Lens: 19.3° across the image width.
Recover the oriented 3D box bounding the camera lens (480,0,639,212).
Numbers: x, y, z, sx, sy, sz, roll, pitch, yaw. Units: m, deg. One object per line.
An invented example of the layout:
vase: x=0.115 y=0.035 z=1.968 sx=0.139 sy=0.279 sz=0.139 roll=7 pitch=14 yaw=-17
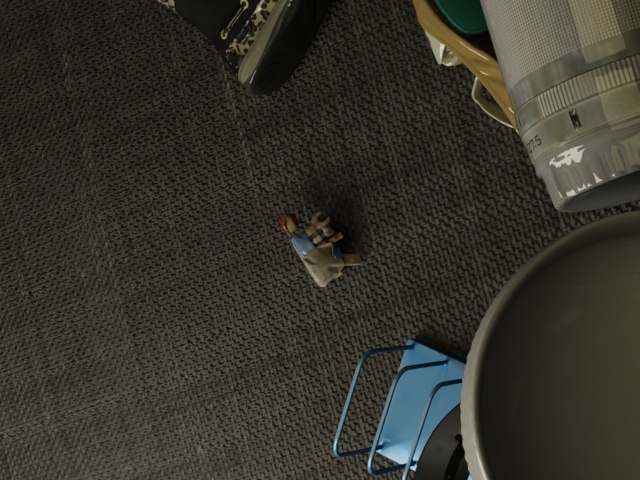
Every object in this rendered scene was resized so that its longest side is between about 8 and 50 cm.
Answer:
camera lens: x=0.254 y=-0.183 z=1.579 sx=0.219 sy=0.219 sz=0.274 roll=-21 pitch=80 yaw=31

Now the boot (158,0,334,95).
boot: x=-0.060 y=-0.285 z=1.859 sx=0.178 sy=0.085 sz=0.236 roll=41 pitch=112 yaw=28

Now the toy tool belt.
toy tool belt: x=0.000 y=0.000 z=1.852 sx=0.051 sy=0.052 sz=0.083 roll=-31 pitch=76 yaw=-3

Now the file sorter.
file sorter: x=0.114 y=0.179 z=1.743 sx=0.170 sy=0.104 sz=0.118 roll=23 pitch=104 yaw=30

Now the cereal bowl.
cereal bowl: x=0.274 y=0.148 z=1.561 sx=0.339 sy=0.141 sz=0.339 roll=2 pitch=78 yaw=-8

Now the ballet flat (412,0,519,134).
ballet flat: x=0.145 y=-0.170 z=1.737 sx=0.232 sy=0.080 sz=0.073 roll=49 pitch=130 yaw=23

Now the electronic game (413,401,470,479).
electronic game: x=0.191 y=0.231 z=1.629 sx=0.229 sy=0.048 sz=0.229 roll=2 pitch=78 yaw=-9
